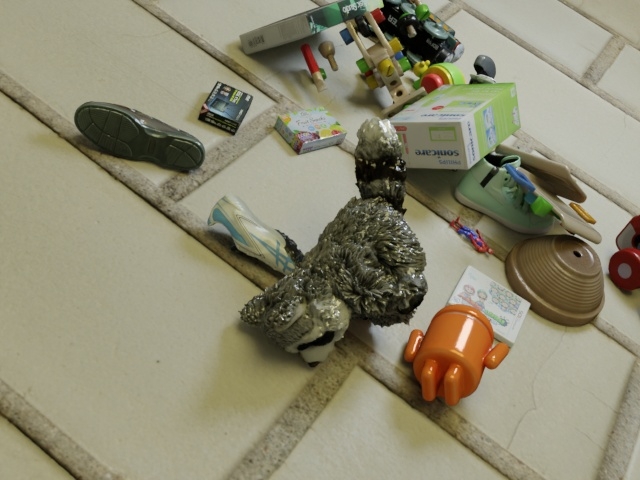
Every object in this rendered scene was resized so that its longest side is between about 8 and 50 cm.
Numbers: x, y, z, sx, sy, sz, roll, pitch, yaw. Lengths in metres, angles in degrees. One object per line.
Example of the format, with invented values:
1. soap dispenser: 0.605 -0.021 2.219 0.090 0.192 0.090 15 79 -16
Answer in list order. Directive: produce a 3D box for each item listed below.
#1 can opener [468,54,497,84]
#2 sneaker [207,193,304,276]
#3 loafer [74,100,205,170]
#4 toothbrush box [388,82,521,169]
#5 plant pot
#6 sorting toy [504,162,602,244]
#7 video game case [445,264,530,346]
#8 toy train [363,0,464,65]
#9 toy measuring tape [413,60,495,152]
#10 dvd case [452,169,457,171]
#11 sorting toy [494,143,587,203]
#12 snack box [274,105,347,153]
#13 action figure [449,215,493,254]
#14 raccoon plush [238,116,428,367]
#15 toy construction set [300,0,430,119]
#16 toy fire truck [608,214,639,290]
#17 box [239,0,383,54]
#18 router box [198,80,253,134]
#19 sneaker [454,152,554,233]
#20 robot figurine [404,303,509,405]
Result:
1. can opener: 0.447 -0.384 2.084 0.074 0.093 0.280 24 -6 24
2. sneaker: -0.114 0.010 1.549 0.237 0.086 0.085 41 14 -2
3. loafer: -0.366 -0.215 1.639 0.268 0.096 0.084 20 22 -17
4. toothbrush box: 0.317 -0.274 1.904 0.206 0.122 0.283 7 32 39
5. plant pot: 0.539 0.065 1.779 0.237 0.109 0.237 13 45 -14
6. sorting toy: 0.529 -0.069 1.815 0.348 0.047 0.196 18 30 -43
7. video game case: 0.353 0.135 1.684 0.157 0.019 0.143 32 42 7
8. toy train: 0.265 -0.616 2.302 0.334 0.142 0.190 42 35 16
9. toy measuring tape: 0.363 -0.373 2.119 0.121 0.121 0.330 -20 60 -39
10. dvd case: 0.290 -0.222 2.008 0.119 0.013 0.087 20 43 -6
11. sorting toy: 0.533 -0.165 1.926 0.193 0.038 0.208 26 -4 33
12. snack box: -0.022 -0.259 1.873 0.141 0.037 0.100 -20 58 -39
13. action figure: 0.345 -0.009 1.817 0.115 0.030 0.038 45 40 17
14. raccoon plush: 0.000 0.000 1.460 0.299 0.216 0.446 0 70 -26
15. toy construction set: 0.130 -0.409 1.990 0.309 0.257 0.237 -15 67 -11
16. toy fire truck: 0.826 0.048 1.828 0.169 0.254 0.302 -10 54 -33
17. box: -0.019 -0.561 2.053 0.322 0.232 0.058 -36 114 -43
18. router box: -0.213 -0.301 1.820 0.092 0.038 0.122 23 42 -5
19. sneaker: 0.461 -0.114 1.884 0.256 0.151 0.094 21 41 -8
20. robot figurine: 0.250 0.205 1.485 0.128 0.158 0.219 47 41 -11
